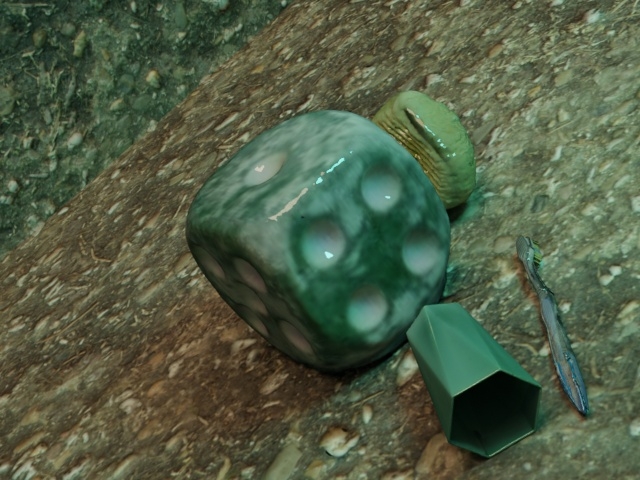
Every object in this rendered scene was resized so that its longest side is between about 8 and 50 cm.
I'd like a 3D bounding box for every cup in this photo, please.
[{"bbox_3d":[0.215,0.193,1.473,0.134,0.148,0.235,-1,23,-13],"label":"cup"}]

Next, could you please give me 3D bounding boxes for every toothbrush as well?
[{"bbox_3d":[0.353,0.116,1.536,0.035,0.042,0.413,-58,19,31],"label":"toothbrush"}]

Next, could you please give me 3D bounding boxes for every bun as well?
[{"bbox_3d":[0.202,-0.162,1.889,0.153,0.243,0.244,-29,26,-33],"label":"bun"}]

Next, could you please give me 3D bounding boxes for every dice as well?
[{"bbox_3d":[0.000,0.000,1.725,0.328,0.348,0.330,-44,27,-20],"label":"dice"}]
